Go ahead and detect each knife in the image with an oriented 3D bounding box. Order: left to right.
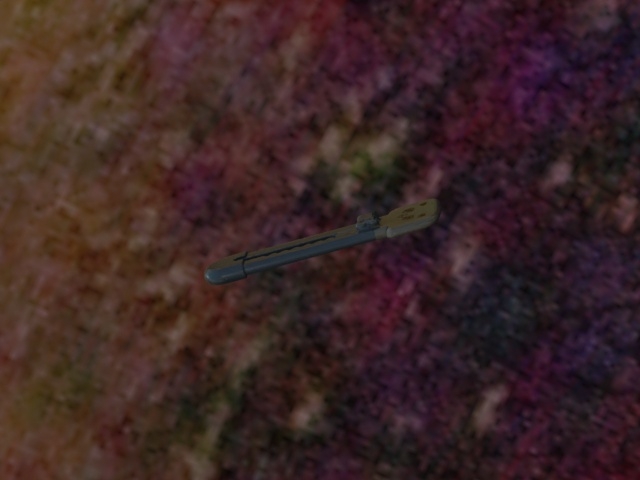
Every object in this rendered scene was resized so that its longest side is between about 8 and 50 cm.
[{"bbox_3d":[0.000,0.000,0.682,0.096,0.010,0.027,-16,17,10],"label":"knife"}]
